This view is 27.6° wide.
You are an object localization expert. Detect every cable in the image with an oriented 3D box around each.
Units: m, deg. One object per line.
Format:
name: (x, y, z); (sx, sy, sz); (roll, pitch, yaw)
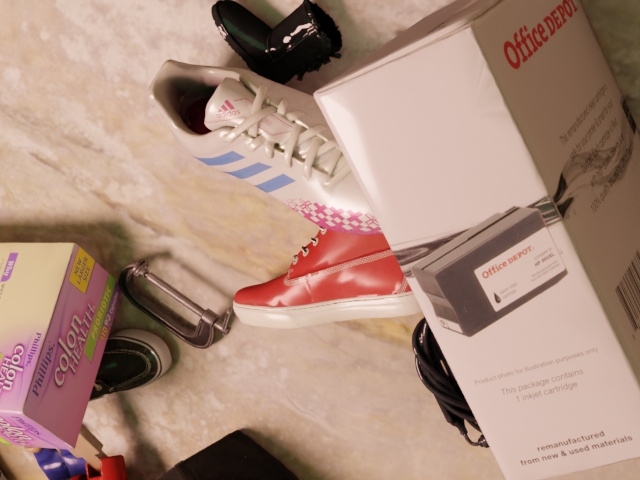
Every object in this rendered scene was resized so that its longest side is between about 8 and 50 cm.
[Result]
cable: (0.181, 0.135, 1.402); (0.151, 0.047, 0.184); (-18, 103, 29)

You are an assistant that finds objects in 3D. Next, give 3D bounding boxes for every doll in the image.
doll: (-0.321, 0.335, 1.719); (0.129, 0.046, 0.189); (-17, 110, 21)

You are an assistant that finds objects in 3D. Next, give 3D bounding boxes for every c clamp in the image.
c clamp: (-0.170, 0.071, 1.526); (0.161, 0.022, 0.137); (31, 149, 11)

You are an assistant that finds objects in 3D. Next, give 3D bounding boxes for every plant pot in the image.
plant pot: (-0.129, 0.341, 1.564); (0.187, 0.188, 0.167); (-38, 82, 33)

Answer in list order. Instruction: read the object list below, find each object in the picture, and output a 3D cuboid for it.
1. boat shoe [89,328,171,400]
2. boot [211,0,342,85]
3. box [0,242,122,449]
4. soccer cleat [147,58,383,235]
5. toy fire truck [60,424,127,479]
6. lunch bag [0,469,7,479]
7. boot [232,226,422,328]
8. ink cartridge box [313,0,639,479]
boat shoe: (-0.284, 0.166, 1.613); (0.219, 0.070, 0.077); (-14, 106, 29)
boot: (-0.043, -0.218, 1.348); (0.099, 0.045, 0.121); (-28, 106, 34)
box: (-0.388, 0.121, 1.545); (0.243, 0.213, 0.117); (-1, 151, 25)
soccer cleat: (-0.034, -0.096, 1.299); (0.331, 0.143, 0.116); (20, 79, 30)
toy fire truck: (-0.330, 0.321, 1.623); (0.217, 0.158, 0.246); (-13, 81, 16)
lunch bag: (-0.602, 0.392, 1.673); (0.239, 0.385, 0.327); (-30, 99, 31)
boot: (0.000, 0.000, 1.410); (0.244, 0.088, 0.176); (-10, 100, 28)
ink cartridge box: (0.194, -0.028, 1.182); (0.166, 0.285, 0.394); (-21, 102, 31)
